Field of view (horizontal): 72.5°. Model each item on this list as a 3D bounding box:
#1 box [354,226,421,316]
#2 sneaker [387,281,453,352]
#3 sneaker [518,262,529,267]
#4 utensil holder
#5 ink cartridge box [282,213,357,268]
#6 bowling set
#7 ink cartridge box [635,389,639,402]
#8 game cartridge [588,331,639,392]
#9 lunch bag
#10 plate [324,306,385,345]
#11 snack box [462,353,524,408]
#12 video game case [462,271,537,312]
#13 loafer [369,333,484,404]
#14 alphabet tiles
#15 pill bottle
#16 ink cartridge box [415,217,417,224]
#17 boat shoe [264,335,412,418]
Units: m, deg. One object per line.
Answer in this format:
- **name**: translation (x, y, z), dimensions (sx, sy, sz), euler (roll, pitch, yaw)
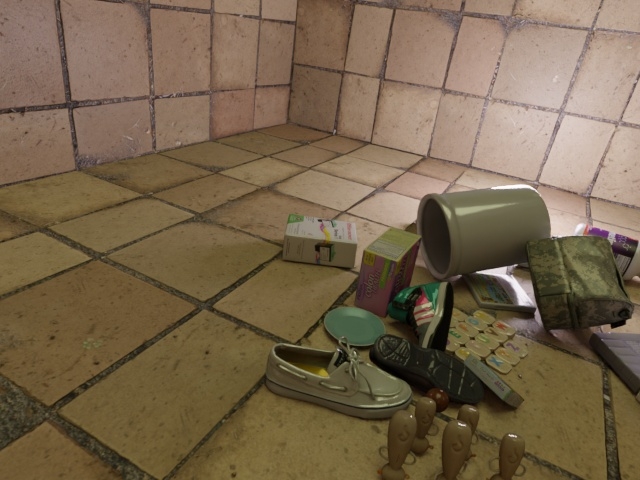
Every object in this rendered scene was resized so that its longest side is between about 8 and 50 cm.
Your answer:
- **box**: translation (0.231, 0.099, 1.478), dimensions (0.118, 0.213, 0.243), euler (20, 29, 24)
- **sneaker**: translation (0.284, 0.244, 1.312), dimensions (0.179, 0.123, 0.295), euler (-4, 41, 33)
- **sneaker**: translation (0.952, 0.089, 1.825), dimensions (0.284, 0.109, 0.122), euler (6, 30, -4)
- **utensil holder**: translation (0.609, -0.041, 1.664), dimensions (0.387, 0.327, 0.327), euler (-9, 29, -6)
- **ink cartridge box**: translation (0.000, 0.000, 1.722), dimensions (0.279, 0.116, 0.201), euler (7, 26, -2)
- **bowling set**: translation (0.274, 0.432, 0.945), dimensions (0.288, 0.153, 0.200), euler (11, 8, 8)
- **ink cartridge box**: translation (0.958, 0.363, 1.073), dimensions (0.117, 0.282, 0.207), euler (3, 27, -9)
- **game cartridge**: translation (1.049, 0.375, 1.332), dimensions (0.356, 0.068, 0.230), euler (5, 23, -6)
- **lunch bag**: translation (0.839, 0.134, 1.428), dimensions (0.256, 0.212, 0.304), euler (-14, 43, 28)
- **plate**: translation (0.103, 0.265, 1.325), dimensions (0.189, 0.024, 0.188), euler (6, 27, -3)
- **snack box**: translation (0.452, 0.368, 1.144), dimensions (0.100, 0.037, 0.141), euler (38, 4, -38)
- **video game case**: translation (0.661, 0.187, 1.636), dimensions (0.207, 0.026, 0.227), euler (6, 27, -4)
- **loafer**: translation (0.270, 0.340, 1.141), dimensions (0.303, 0.095, 0.109), euler (26, 53, 2)
- **alphabet tiles**: translation (0.487, 0.301, 1.364), dimensions (0.284, 0.021, 0.278), euler (-17, 35, -40)
- **pill bottle**: translation (1.254, 0.056, 1.888), dimensions (0.323, 0.181, 0.182), euler (22, 30, 27)
- **ink cartridge box**: translation (0.566, -0.085, 2.101), dimensions (0.175, 0.072, 0.127), euler (4, 26, -8)
- **boat shoe**: translation (0.049, 0.312, 1.064), dimensions (0.368, 0.156, 0.135), euler (11, 27, 7)
